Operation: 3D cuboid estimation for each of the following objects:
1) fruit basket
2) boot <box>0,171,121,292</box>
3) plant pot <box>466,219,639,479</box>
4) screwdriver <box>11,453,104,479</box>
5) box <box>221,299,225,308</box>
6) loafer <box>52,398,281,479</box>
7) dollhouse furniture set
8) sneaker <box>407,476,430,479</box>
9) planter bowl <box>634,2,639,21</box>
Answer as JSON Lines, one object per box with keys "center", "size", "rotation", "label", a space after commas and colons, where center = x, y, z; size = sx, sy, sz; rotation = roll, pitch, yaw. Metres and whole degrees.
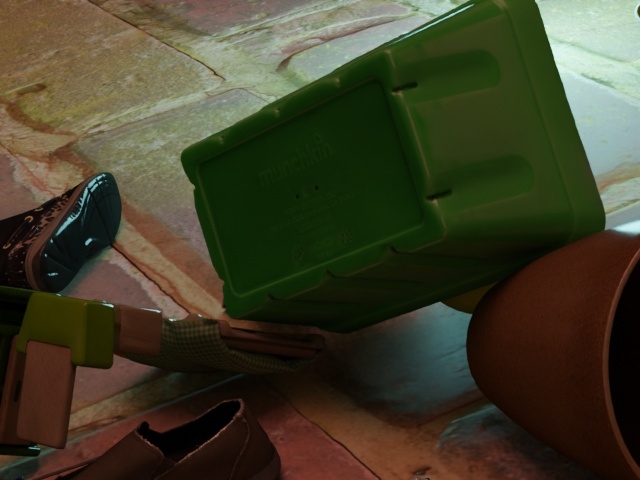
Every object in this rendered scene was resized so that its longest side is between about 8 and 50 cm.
{"center": [0.114, -0.051, 1.614], "size": [0.392, 0.283, 0.392], "rotation": [-17, -5, -1], "label": "fruit basket"}
{"center": [-0.347, -0.009, 2.019], "size": [0.178, 0.085, 0.236], "rotation": [-5, 25, 20], "label": "boot"}
{"center": [0.238, 0.088, 1.409], "size": [0.237, 0.237, 0.254], "rotation": [-26, 14, -29], "label": "plant pot"}
{"center": [-0.256, 0.213, 1.569], "size": [0.170, 0.024, 0.025], "rotation": [-21, 54, -25], "label": "screwdriver"}
{"center": [0.000, 0.000, 1.805], "size": [0.225, 0.136, 0.036], "rotation": [-19, 70, -16], "label": "box"}
{"center": [-0.161, 0.196, 1.478], "size": [0.251, 0.087, 0.094], "rotation": [-19, 25, -16], "label": "loafer"}
{"center": [-0.169, 0.137, 1.597], "size": [0.197, 0.151, 0.301], "rotation": [6, -3, 43], "label": "dollhouse furniture set"}
{"center": [0.043, 0.235, 1.341], "size": [0.075, 0.057, 0.161], "rotation": [1, 29, 14], "label": "sneaker"}
{"center": [0.510, -0.260, 2.183], "size": [0.217, 0.090, 0.217], "rotation": [-10, 23, 4], "label": "planter bowl"}
